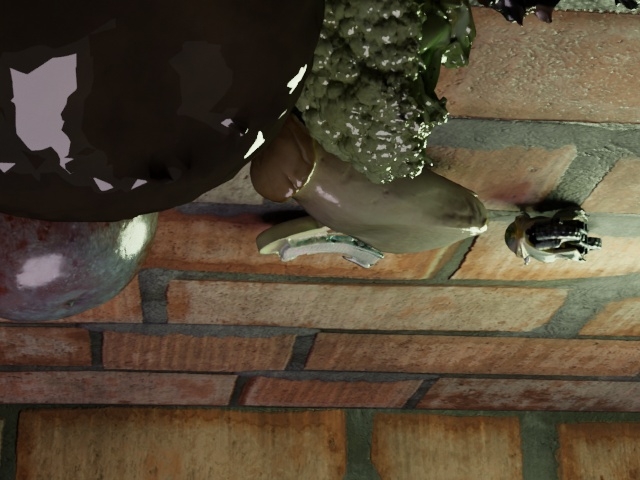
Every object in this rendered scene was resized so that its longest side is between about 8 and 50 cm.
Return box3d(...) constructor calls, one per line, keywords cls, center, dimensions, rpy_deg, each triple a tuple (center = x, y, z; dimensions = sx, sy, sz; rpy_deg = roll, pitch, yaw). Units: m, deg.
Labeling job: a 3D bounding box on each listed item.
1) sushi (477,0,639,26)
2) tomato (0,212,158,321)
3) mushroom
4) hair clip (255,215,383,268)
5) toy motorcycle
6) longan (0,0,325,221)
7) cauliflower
box3d(cls="sushi", center=(0.228, -0.317, 1.261), dimensions=(0.219, 0.238, 0.225), rpy_deg=(-13, 168, 13))
box3d(cls="tomato", center=(-0.382, -0.038, 1.878), dimensions=(0.317, 0.282, 0.316), rpy_deg=(-21, 162, -7))
box3d(cls="mushroom", center=(0.062, -0.072, 1.998), dimensions=(0.407, 0.137, 0.154), rpy_deg=(21, 162, -39))
box3d(cls="hair clip", center=(0.001, -0.003, 2.264), dimensions=(0.218, 0.071, 0.159), rpy_deg=(1, 154, -22))
box3d(cls="toy motorcycle", center=(0.387, -0.005, 2.262), dimensions=(0.130, 0.094, 0.229), rpy_deg=(-6, 172, 24))
box3d(cls="longan", center=(-0.193, -0.213, 1.194), dimensions=(0.404, 0.436, 0.404), rpy_deg=(27, 162, 10))
box3d(cls="cauliflower", center=(0.083, -0.211, 1.545), dimensions=(0.250, 0.272, 0.275), rpy_deg=(-27, -177, -20))
